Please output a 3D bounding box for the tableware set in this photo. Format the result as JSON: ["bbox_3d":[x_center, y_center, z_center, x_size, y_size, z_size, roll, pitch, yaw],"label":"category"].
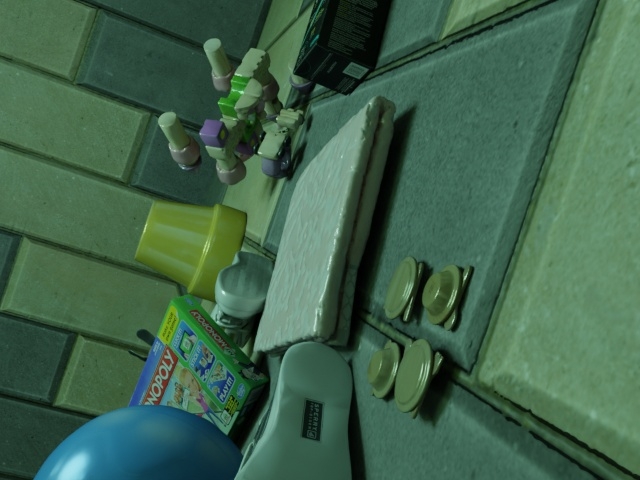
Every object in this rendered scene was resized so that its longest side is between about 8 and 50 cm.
[{"bbox_3d":[0.082,0.082,0.640,0.168,0.020,0.141,173,117,-75],"label":"tableware set"}]

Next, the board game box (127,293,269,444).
[{"bbox_3d":[-0.224,0.280,1.190,0.213,0.046,0.317,41,121,25],"label":"board game box"}]

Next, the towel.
[{"bbox_3d":[0.000,0.000,0.967,0.332,0.053,0.317,149,136,-69],"label":"towel"}]

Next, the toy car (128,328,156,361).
[{"bbox_3d":[-0.331,0.250,1.577,0.149,0.188,0.155,-89,23,-48],"label":"toy car"}]

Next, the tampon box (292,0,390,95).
[{"bbox_3d":[0.038,-0.345,1.151,0.120,0.101,0.161,151,136,-68],"label":"tampon box"}]

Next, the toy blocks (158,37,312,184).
[{"bbox_3d":[-0.148,-0.245,1.575,0.260,0.308,0.289,71,-141,-57],"label":"toy blocks"}]

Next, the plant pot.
[{"bbox_3d":[-0.346,0.009,1.830,0.254,0.239,0.254,-162,90,-75],"label":"plant pot"}]

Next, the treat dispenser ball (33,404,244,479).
[{"bbox_3d":[-0.216,0.349,0.860,0.288,0.288,0.288,-161,90,-75],"label":"treat dispenser ball"}]

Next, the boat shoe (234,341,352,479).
[{"bbox_3d":[-0.033,0.230,0.690,0.301,0.108,0.102,-80,9,-58],"label":"boat shoe"}]

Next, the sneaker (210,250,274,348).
[{"bbox_3d":[-0.141,0.129,1.222,0.292,0.108,0.169,-86,14,-81],"label":"sneaker"}]
